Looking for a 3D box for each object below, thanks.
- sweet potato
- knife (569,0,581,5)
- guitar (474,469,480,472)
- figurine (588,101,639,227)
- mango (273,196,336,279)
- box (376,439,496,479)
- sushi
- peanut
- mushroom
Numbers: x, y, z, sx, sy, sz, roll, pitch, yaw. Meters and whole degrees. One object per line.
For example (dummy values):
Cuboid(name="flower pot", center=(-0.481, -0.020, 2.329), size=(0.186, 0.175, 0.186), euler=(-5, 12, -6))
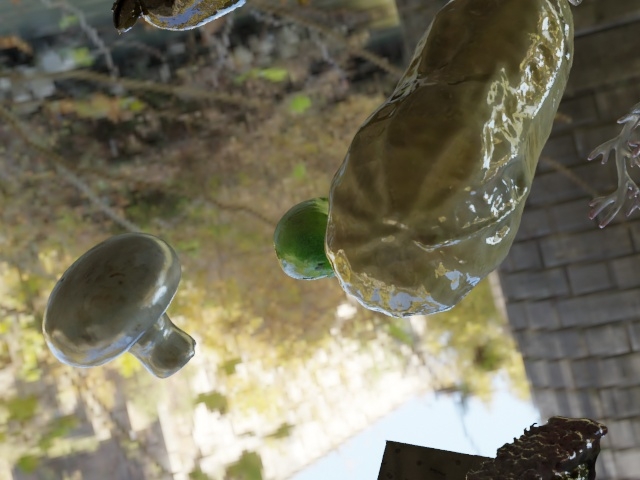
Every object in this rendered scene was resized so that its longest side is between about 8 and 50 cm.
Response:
Cuboid(name="sweet potato", center=(-0.092, -0.317, 1.404), size=(0.310, 0.098, 0.124), euler=(-45, -148, -2))
Cuboid(name="knife", center=(0.333, -0.513, 2.120), size=(0.043, 0.365, 0.089), euler=(-17, -136, 39))
Cuboid(name="guitar", center=(0.199, 0.374, 1.913), size=(0.271, 0.084, 0.038), euler=(-11, -166, 19))
Cuboid(name="figurine", center=(0.614, -0.152, 2.173), size=(0.315, 0.284, 0.206), euler=(16, 149, 7))
Cuboid(name="mango", center=(0.000, -0.001, 1.668), size=(0.119, 0.100, 0.178), euler=(-7, -168, 7))
Cuboid(name="box", center=(0.173, 0.500, 2.101), size=(0.190, 0.297, 0.225), euler=(9, 152, 16))
Cuboid(name="sushi", center=(0.245, 0.322, 1.504), size=(0.241, 0.161, 0.107), euler=(-34, -148, -34))
Cuboid(name="peanut", center=(0.114, -0.085, 1.124), size=(0.158, 0.174, 0.340), euler=(8, -129, 28))
Cuboid(name="mushroom", center=(-0.297, 0.118, 2.027), size=(0.243, 0.244, 0.243), euler=(-14, -178, 0))
